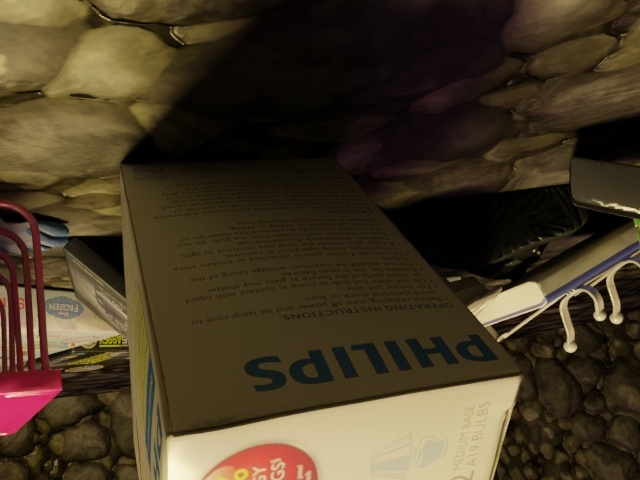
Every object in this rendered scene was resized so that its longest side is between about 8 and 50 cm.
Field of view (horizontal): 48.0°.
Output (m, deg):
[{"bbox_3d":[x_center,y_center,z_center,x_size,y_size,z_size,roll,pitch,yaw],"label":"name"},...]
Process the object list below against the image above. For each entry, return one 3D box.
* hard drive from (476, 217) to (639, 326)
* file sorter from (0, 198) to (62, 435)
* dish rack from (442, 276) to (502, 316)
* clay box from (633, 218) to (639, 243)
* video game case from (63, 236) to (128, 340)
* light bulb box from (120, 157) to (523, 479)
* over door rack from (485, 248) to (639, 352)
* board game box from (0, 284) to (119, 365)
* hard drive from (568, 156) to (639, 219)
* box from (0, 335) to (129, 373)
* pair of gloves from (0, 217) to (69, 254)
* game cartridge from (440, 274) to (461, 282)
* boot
[{"bbox_3d":[0.398,0.037,1.127,0.319,0.040,0.210,-25,173,-24],"label":"hard drive"},{"bbox_3d":[-0.391,0.092,0.704,0.202,0.182,0.291,1,159,-31],"label":"file sorter"},{"bbox_3d":[0.094,0.165,0.979,0.333,0.072,0.285,-49,164,15],"label":"dish rack"},{"bbox_3d":[0.524,-0.030,0.988,0.222,0.127,0.053,-6,166,-7],"label":"clay box"},{"bbox_3d":[-0.255,0.103,0.967,0.026,0.196,0.274,-51,-179,-23],"label":"video game case"},{"bbox_3d":[-0.044,0.157,0.623,0.225,0.357,0.361,-5,-150,-18],"label":"light bulb box"},{"bbox_3d":[0.462,0.102,1.246,0.240,0.108,0.324,-25,173,-23],"label":"over door rack"},{"bbox_3d":[-0.528,0.138,1.114,0.318,0.065,0.319,-17,163,29],"label":"board game box"},{"bbox_3d":[0.397,-0.042,0.776,0.255,0.054,0.172,12,-175,18],"label":"hard drive"},{"bbox_3d":[-0.493,0.225,1.480,0.270,0.060,0.216,-19,162,35],"label":"box"},{"bbox_3d":[-0.380,0.001,0.771,0.198,0.023,0.159,-13,163,11],"label":"pair of gloves"},{"bbox_3d":[0.252,0.090,1.506,0.056,0.017,0.083,-8,166,-18],"label":"game cartridge"},{"bbox_3d":[0.229,0.009,1.018,0.247,0.094,0.207,-13,163,-10],"label":"boot"}]
